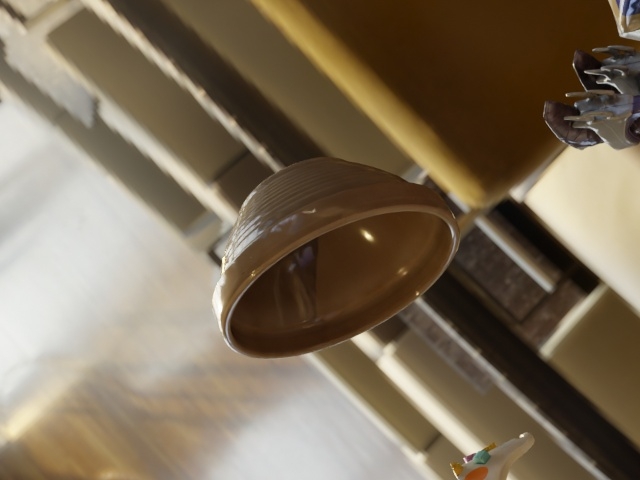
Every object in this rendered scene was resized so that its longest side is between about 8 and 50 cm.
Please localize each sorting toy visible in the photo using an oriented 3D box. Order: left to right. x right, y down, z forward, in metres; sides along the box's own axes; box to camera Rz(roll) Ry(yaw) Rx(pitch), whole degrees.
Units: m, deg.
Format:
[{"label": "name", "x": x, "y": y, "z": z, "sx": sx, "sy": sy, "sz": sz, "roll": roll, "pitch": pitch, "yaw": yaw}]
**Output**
[{"label": "sorting toy", "x": 0.159, "y": 0.196, "z": 1.285, "sx": 0.045, "sy": 0.075, "sz": 0.083, "roll": 54, "pitch": -178, "yaw": 16}]

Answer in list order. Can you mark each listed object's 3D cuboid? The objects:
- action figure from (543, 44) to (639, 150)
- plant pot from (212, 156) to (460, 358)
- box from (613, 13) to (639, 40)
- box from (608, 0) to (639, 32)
[{"label": "action figure", "x": 0.344, "y": -0.131, "z": 1.243, "sx": 0.285, "sy": 0.185, "sz": 0.099, "roll": -4, "pitch": 145, "yaw": 40}, {"label": "plant pot", "x": 0.000, "y": 0.000, "z": 1.331, "sx": 0.237, "sy": 0.237, "sz": 0.109, "roll": 105, "pitch": 144, "yaw": -57}, {"label": "box", "x": 0.511, "y": -0.349, "z": 1.450, "sx": 0.318, "sy": 0.395, "sz": 0.097, "roll": 18, "pitch": 157, "yaw": 29}, {"label": "box", "x": 0.110, "y": -0.186, "z": 0.492, "sx": 0.225, "sy": 0.037, "sz": 0.136, "roll": 88, "pitch": 167, "yaw": -68}]
